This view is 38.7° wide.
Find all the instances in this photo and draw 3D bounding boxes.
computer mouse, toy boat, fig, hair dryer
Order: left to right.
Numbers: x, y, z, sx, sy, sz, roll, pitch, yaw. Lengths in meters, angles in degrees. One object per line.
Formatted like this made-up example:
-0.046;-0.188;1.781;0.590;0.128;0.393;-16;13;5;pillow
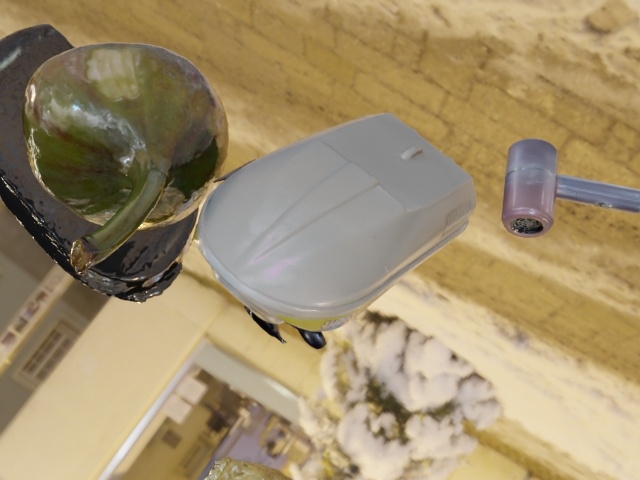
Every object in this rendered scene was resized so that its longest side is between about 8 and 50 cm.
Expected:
-0.243;-0.070;0.918;0.295;0.168;0.087;50;146;-17;computer mouse
-0.127;-0.051;0.599;0.149;0.149;0.245;43;-170;-26;fig
0.005;-0.006;0.670;0.140;0.269;0.141;21;129;29;toy boat
0.186;-0.029;0.645;0.114;0.063;0.037;10;152;0;hair dryer

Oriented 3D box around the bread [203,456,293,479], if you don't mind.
-0.110;0.394;1.127;0.174;0.246;0.121;20;161;17;bread
